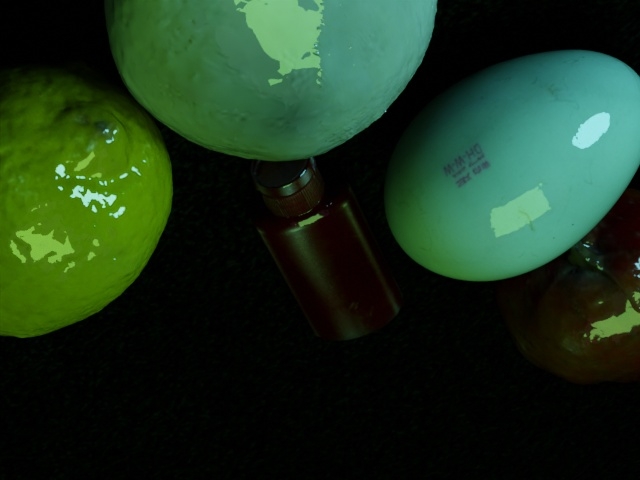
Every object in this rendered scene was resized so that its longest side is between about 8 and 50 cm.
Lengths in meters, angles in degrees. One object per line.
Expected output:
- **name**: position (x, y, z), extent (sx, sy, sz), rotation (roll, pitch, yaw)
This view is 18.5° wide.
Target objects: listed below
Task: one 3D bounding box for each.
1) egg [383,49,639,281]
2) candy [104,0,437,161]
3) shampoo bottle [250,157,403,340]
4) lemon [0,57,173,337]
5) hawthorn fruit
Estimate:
- **egg**: position (0.179, -0.071, 1.771), extent (0.264, 0.183, 0.183), rotation (-34, 139, 12)
- **candy**: position (-0.036, -0.177, 1.571), extent (0.295, 0.185, 0.295), rotation (-5, 144, -4)
- **shampoo bottle**: position (0.000, 0.000, 1.899), extent (0.102, 0.064, 0.260), rotation (-18, 141, 7)
- **lemon**: position (-0.245, -0.036, 1.637), extent (0.233, 0.233, 0.288), rotation (17, 148, -34)
- **hawthorn fruit**: position (0.271, 0.042, 1.912), extent (0.215, 0.215, 0.249), rotation (-24, 163, 12)
